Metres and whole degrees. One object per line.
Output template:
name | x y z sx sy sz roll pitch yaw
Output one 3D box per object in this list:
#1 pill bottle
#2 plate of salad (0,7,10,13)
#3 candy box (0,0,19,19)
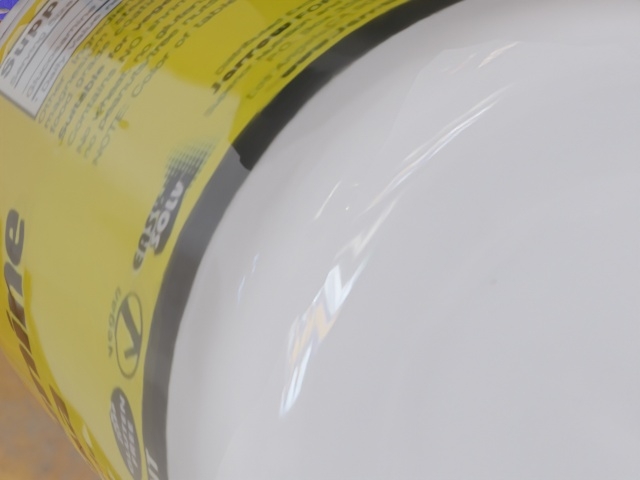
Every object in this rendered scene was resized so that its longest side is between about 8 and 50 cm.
pill bottle | 0.000 0.000 0.547 0.334 0.188 0.188 -148 53 -63
plate of salad | -0.300 -0.136 1.201 0.200 0.200 0.048 4 100 28
candy box | -0.256 -0.318 1.530 0.317 0.122 0.268 2 116 0
